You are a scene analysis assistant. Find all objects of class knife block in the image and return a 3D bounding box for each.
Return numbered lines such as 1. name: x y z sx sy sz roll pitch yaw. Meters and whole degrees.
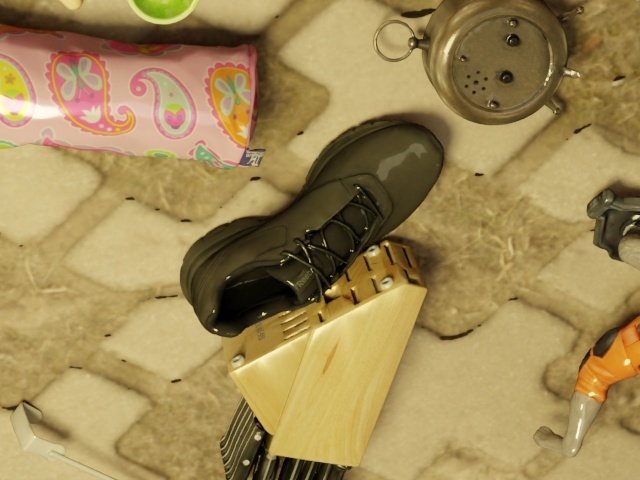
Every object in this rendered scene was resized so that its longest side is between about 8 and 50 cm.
1. knife block: 0.016 0.161 1.759 0.276 0.088 0.242 -28 121 6

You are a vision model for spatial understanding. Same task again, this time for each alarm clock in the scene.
1. alarm clock: 0.142 -0.173 1.645 0.192 0.064 0.129 6 114 -8

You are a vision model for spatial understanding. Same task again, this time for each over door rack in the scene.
1. over door rack: -0.233 0.348 1.802 0.324 0.108 0.239 33 105 -21

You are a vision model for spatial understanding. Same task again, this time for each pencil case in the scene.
1. pencil case: -0.193 -0.125 1.583 0.284 0.124 0.124 5 114 -12

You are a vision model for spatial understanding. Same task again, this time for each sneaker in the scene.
1. sneaker: 0.000 0.000 1.664 0.286 0.130 0.109 -38 112 8

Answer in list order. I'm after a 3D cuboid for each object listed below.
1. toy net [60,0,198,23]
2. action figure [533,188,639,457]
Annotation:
1. toy net: -0.220 -0.253 1.559 0.232 0.045 0.122 -1 115 -8
2. action figure: 0.403 0.096 1.748 0.341 0.178 0.330 12 122 -12
